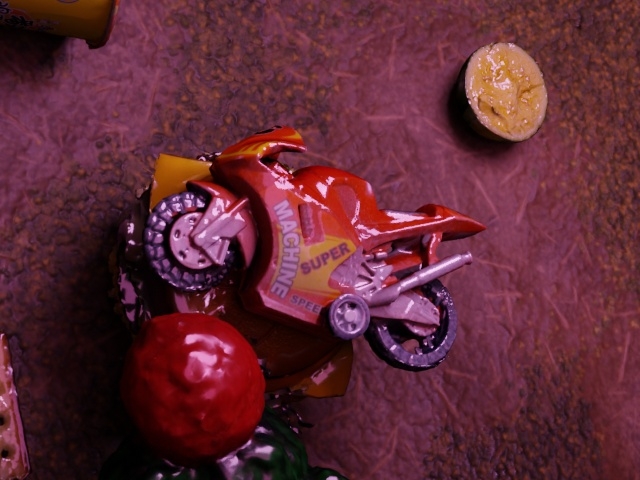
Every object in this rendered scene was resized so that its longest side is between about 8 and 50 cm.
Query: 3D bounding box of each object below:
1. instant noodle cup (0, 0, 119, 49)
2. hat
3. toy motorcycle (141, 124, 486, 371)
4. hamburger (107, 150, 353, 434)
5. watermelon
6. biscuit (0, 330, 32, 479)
[{"bbox_3d":[-0.255,-0.270,1.448,0.153,0.205,0.205,0,79,-20],"label":"instant noodle cup"},{"bbox_3d":[-0.104,0.215,1.374,0.274,0.242,0.332,-28,112,-44],"label":"hat"},{"bbox_3d":[-0.001,0.002,1.413,0.298,0.089,0.171,21,69,-22],"label":"toy motorcycle"},{"bbox_3d":[-0.076,0.043,1.498,0.243,0.138,0.262,10,75,-24],"label":"hamburger"},{"bbox_3d":[0.177,-0.145,1.708,0.105,0.062,0.105,10,72,-32],"label":"watermelon"},{"bbox_3d":[-0.361,0.150,1.401,0.231,0.016,0.139,-8,83,-27],"label":"biscuit"}]
